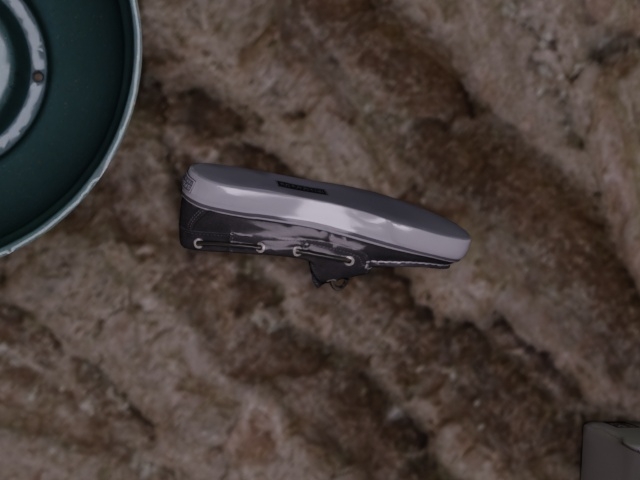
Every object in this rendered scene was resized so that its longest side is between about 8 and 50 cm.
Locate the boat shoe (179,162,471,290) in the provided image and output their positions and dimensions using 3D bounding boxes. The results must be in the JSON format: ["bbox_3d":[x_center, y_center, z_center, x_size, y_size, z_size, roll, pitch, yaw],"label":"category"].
[{"bbox_3d":[0.000,0.000,1.048,0.229,0.080,0.076,10,108,-13],"label":"boat shoe"}]

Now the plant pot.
[{"bbox_3d":[-0.274,-0.128,0.932,0.293,0.196,0.293,-1,93,-10],"label":"plant pot"}]

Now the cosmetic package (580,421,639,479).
[{"bbox_3d":[0.296,0.342,1.040,0.156,0.217,0.385,3,94,-9],"label":"cosmetic package"}]
